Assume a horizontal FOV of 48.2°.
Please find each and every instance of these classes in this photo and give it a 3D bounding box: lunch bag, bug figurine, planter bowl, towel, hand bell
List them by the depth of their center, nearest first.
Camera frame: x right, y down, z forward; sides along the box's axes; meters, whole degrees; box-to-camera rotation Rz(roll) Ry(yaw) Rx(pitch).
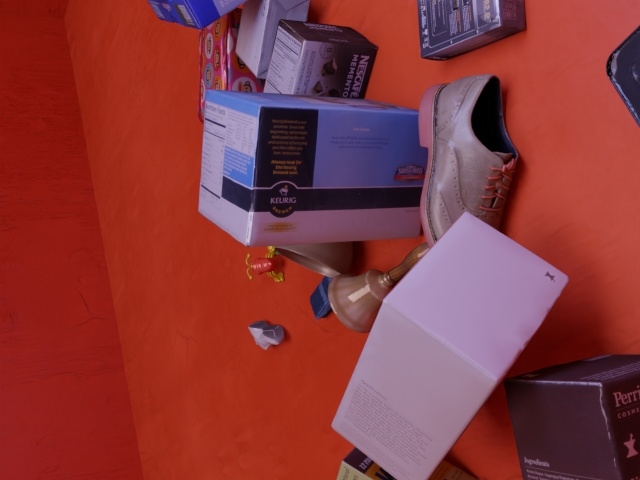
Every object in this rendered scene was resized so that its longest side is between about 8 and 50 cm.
[{"bbox_3d":[0.134,0.061,1.296,0.242,0.126,0.126,-40,59,39],"label":"hand bell"},{"bbox_3d":[0.000,0.000,1.453,0.162,0.162,0.109,7,71,58],"label":"planter bowl"},{"bbox_3d":[0.013,0.117,1.547,0.119,0.029,0.067,-55,47,46],"label":"towel"},{"bbox_3d":[-0.125,-0.040,1.715,0.216,0.072,0.279,-19,77,58],"label":"bug figurine"},{"bbox_3d":[-0.238,-0.437,1.824,0.258,0.120,0.293,17,107,61],"label":"lunch bag"}]

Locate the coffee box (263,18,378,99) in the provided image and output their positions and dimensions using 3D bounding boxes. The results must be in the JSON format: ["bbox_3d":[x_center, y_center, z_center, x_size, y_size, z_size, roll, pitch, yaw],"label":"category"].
[{"bbox_3d":[-0.019,-0.271,1.423,0.119,0.168,0.297,49,132,45],"label":"coffee box"}]

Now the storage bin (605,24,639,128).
[{"bbox_3d":[0.420,-0.167,0.791,0.122,0.084,0.180,-51,51,48],"label":"storage bin"}]

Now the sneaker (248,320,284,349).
[{"bbox_3d":[-0.127,0.242,1.782,0.152,0.054,0.061,9,116,61],"label":"sneaker"}]

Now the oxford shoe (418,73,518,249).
[{"bbox_3d":[0.232,-0.081,1.080,0.130,0.123,0.348,-12,85,52],"label":"oxford shoe"}]

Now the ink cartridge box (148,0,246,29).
[{"bbox_3d":[-0.226,-0.583,1.505,0.270,0.395,0.151,33,157,53],"label":"ink cartridge box"}]

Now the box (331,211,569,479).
[{"bbox_3d":[0.169,0.167,1.012,0.168,0.215,0.345,35,141,16],"label":"box"}]

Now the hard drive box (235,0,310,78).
[{"bbox_3d":[-0.111,-0.469,1.576,0.232,0.089,0.181,-123,42,-57],"label":"hard drive box"}]

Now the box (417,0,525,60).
[{"bbox_3d":[0.224,-0.416,1.110,0.183,0.056,0.231,-6,89,58],"label":"box"}]

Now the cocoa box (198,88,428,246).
[{"bbox_3d":[-0.009,-0.133,1.248,0.231,0.347,0.228,29,117,55],"label":"cocoa box"}]

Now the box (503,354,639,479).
[{"bbox_3d":[0.351,0.251,0.854,0.167,0.168,0.203,-20,80,64],"label":"box"}]

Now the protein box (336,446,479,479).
[{"bbox_3d":[0.131,0.463,1.218,0.201,0.136,0.199,26,119,23],"label":"protein box"}]
